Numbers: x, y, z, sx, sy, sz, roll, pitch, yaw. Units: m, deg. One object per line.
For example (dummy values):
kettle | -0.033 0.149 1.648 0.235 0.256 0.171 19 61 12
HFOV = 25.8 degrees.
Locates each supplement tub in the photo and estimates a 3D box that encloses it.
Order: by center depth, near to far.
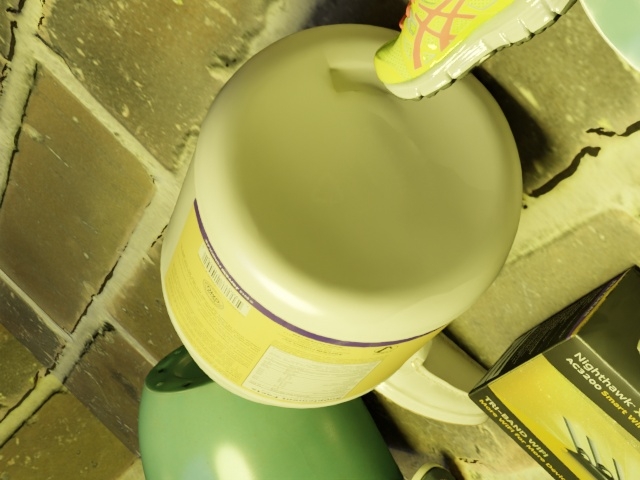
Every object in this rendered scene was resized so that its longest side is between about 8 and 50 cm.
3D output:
supplement tub | 0.000 0.000 1.118 0.241 0.241 0.331 43 158 4

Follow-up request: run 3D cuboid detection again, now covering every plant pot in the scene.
plant pot | -0.076 0.230 1.622 0.293 0.293 0.235 5 119 57

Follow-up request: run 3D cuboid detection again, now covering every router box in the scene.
router box | 0.293 0.183 1.149 0.309 0.081 0.243 43 157 2

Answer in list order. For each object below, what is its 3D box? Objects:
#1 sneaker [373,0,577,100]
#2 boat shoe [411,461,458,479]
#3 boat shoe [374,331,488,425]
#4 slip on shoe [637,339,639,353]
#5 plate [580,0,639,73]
sneaker | 0.090 -0.163 0.903 0.094 0.081 0.208 48 146 -9
boat shoe | 0.158 0.347 1.648 0.079 0.095 0.254 30 155 34
boat shoe | 0.066 0.078 1.333 0.277 0.098 0.096 31 116 -11
slip on shoe | 0.309 0.039 0.836 0.101 0.123 0.331 44 153 -10
plate | 0.221 -0.145 0.750 0.188 0.024 0.188 28 147 20
